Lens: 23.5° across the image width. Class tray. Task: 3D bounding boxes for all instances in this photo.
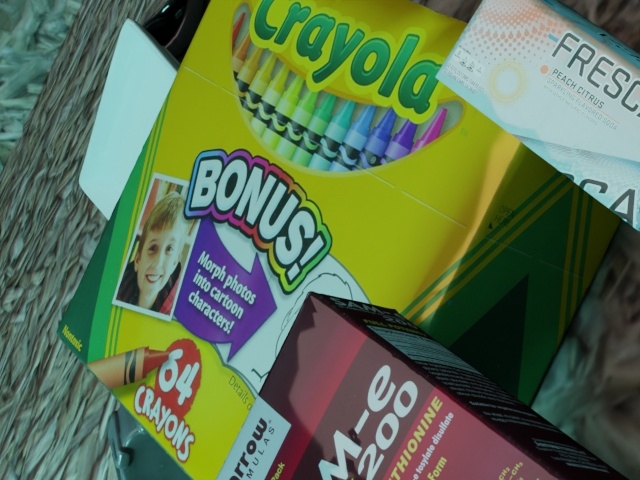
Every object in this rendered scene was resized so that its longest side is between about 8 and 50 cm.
[{"bbox_3d":[-0.152,-0.080,1.433,0.030,0.145,0.270,-32,-17,-32],"label":"tray"}]

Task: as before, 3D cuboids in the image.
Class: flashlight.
[{"bbox_3d":[-0.158,0.116,1.365,0.103,0.103,0.304,-59,21,14],"label":"flashlight"}]

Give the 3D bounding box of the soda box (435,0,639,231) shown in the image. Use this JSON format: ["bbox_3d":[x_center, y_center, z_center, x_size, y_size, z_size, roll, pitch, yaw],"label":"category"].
[{"bbox_3d":[0.143,-0.051,0.718,0.183,0.058,0.063,41,109,30],"label":"soda box"}]

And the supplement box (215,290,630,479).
[{"bbox_3d":[0.061,0.135,0.710,0.239,0.073,0.130,35,102,43],"label":"supplement box"}]

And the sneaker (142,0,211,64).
[{"bbox_3d":[-0.136,-0.127,1.498,0.296,0.147,0.104,-58,24,27],"label":"sneaker"}]

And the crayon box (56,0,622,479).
[{"bbox_3d":[0.000,0.000,0.963,0.363,0.106,0.313,34,101,53],"label":"crayon box"}]
